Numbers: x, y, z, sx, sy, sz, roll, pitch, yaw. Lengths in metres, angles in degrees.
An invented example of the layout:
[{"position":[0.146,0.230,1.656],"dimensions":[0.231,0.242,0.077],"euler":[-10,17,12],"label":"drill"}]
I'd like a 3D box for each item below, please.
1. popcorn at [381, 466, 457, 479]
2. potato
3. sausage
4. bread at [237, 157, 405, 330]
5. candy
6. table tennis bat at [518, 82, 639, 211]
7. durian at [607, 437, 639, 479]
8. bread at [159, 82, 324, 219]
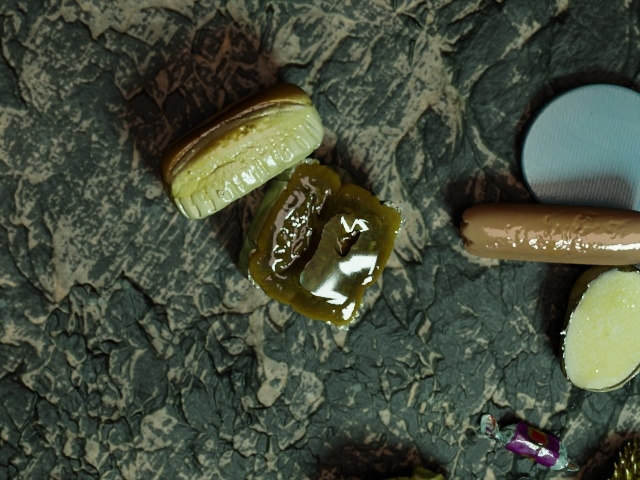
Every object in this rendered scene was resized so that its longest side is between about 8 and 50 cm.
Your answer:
[{"position":[0.138,0.441,1.816],"dimensions":[0.218,0.169,0.189],"euler":[-1,109,-27],"label":"popcorn"},{"position":[0.416,0.123,1.845],"dimensions":[0.164,0.081,0.200],"euler":[6,103,-19],"label":"potato"},{"position":[0.344,-0.009,1.782],"dimensions":[0.289,0.086,0.086],"euler":[2,101,2],"label":"sausage"},{"position":[-0.001,0.002,1.738],"dimensions":[0.192,0.110,0.210],"euler":[28,96,-14],"label":"bread"},{"position":[0.323,0.310,1.886],"dimensions":[0.175,0.045,0.043],"euler":[25,130,-14],"label":"candy"},{"position":[0.451,-0.115,1.822],"dimensions":[0.329,0.044,0.215],"euler":[10,99,-9],"label":"table tennis bat"},{"position":[0.497,0.472,1.886],"dimensions":[0.172,0.166,0.306],"euler":[-19,104,-1],"label":"durian"},{"position":[-0.112,-0.126,1.679],"dimensions":[0.236,0.140,0.106],"euler":[-32,107,-2],"label":"bread"}]
